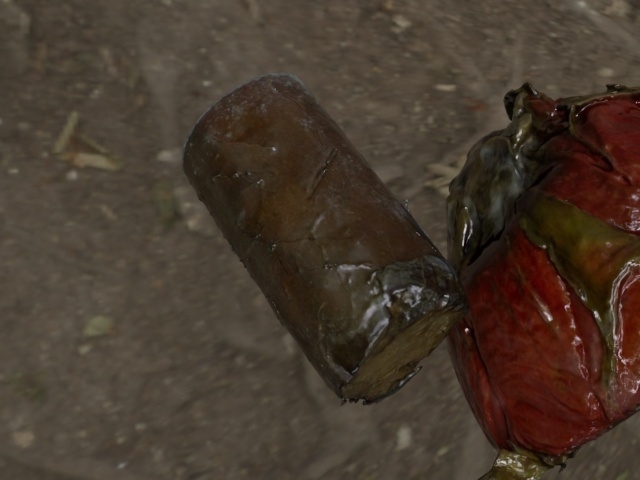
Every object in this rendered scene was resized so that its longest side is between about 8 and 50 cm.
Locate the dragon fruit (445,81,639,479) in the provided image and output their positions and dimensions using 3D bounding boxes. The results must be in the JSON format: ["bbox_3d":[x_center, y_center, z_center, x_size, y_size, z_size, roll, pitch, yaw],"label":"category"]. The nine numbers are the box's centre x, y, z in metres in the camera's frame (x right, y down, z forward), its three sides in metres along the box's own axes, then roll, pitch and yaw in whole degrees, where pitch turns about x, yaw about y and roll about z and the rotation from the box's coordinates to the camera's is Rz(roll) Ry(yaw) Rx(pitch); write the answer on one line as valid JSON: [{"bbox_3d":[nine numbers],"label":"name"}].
[{"bbox_3d":[0.131,-0.005,0.726,0.224,0.218,0.148,-41,95,25],"label":"dragon fruit"}]

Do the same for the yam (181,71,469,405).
[{"bbox_3d":[0.001,-0.001,0.624,0.079,0.079,0.141,-47,63,19],"label":"yam"}]
